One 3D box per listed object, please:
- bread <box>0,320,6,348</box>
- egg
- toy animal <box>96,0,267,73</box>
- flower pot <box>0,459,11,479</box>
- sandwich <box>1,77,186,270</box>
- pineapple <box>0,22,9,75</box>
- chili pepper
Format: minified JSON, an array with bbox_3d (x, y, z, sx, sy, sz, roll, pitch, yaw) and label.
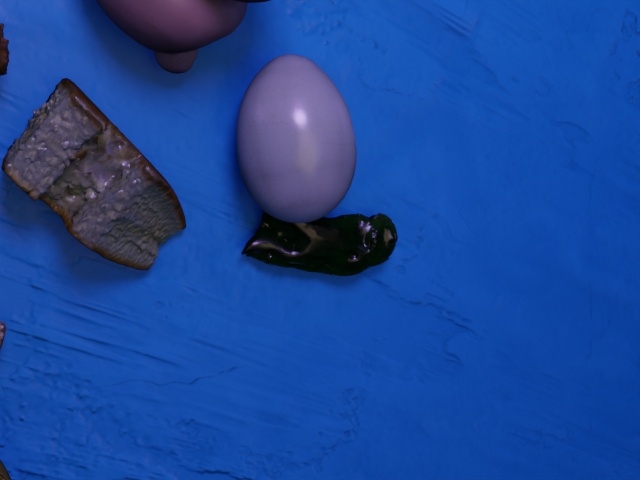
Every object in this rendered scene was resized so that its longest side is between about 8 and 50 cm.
[{"bbox_3d":[-0.430,0.138,0.973,0.106,0.082,0.125,19,84,-38],"label":"bread"},{"bbox_3d":[-0.031,-0.126,1.059,0.151,0.151,0.209,-7,99,-24],"label":"egg"},{"bbox_3d":[-0.133,-0.313,0.923,0.229,0.221,0.210,-39,112,-13],"label":"toy animal"},{"bbox_3d":[-0.434,0.296,0.950,0.195,0.179,0.195,-7,107,-24],"label":"flower pot"},{"bbox_3d":[-0.247,-0.060,0.987,0.122,0.128,0.236,-45,117,-1],"label":"sandwich"},{"bbox_3d":[-0.408,-0.275,0.871,0.119,0.111,0.237,-30,108,-51],"label":"pineapple"},{"bbox_3d":[0.001,0.001,1.157,0.224,0.061,0.098,1,109,-28],"label":"chili pepper"}]
